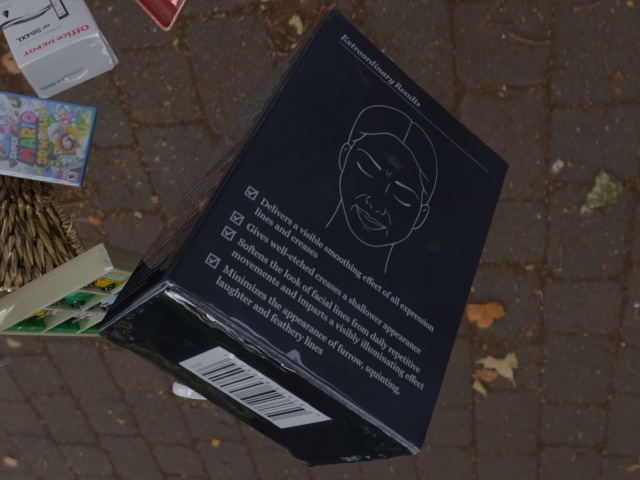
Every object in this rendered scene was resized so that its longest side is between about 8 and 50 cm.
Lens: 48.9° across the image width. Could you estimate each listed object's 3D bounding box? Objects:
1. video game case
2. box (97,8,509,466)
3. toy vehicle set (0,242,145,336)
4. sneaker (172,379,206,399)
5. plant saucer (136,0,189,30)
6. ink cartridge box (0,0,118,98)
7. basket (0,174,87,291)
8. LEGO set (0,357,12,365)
[{"bbox_3d":[-0.412,-0.146,1.000,0.166,0.119,0.015,9,169,-6],"label":"video game case"},{"bbox_3d":[0.000,0.000,0.792,0.293,0.395,0.212,37,146,-17],"label":"box"},{"bbox_3d":[-0.291,0.074,0.941,0.166,0.267,0.035,-28,78,6],"label":"toy vehicle set"},{"bbox_3d":[-0.123,0.187,1.104,0.079,0.121,0.217,6,174,44],"label":"sneaker"},{"bbox_3d":[-0.220,-0.474,0.982,0.258,0.048,0.259,47,122,13],"label":"plant saucer"},{"bbox_3d":[-0.461,-0.363,1.215,0.148,0.203,0.086,-28,151,-8],"label":"ink cartridge box"},{"bbox_3d":[-0.495,-0.049,1.229,0.223,0.299,0.213,6,105,-31],"label":"basket"},{"bbox_3d":[-0.425,0.139,0.605,0.244,0.182,0.060,-19,91,13],"label":"LEGO set"}]
